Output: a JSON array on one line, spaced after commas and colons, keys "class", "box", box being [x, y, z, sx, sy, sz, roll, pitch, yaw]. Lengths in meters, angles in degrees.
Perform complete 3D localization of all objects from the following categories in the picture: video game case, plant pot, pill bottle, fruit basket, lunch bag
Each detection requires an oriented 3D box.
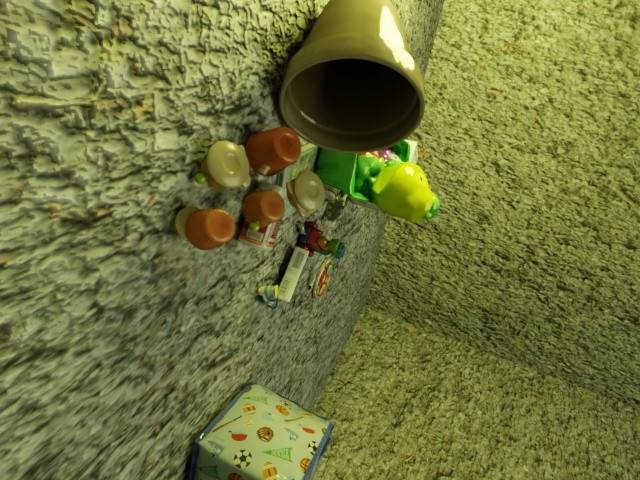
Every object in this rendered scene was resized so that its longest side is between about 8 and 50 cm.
[{"class": "video game case", "box": [-0.070, -0.169, 1.158, 0.212, 0.023, 0.193, -45, 150, -59]}, {"class": "plant pot", "box": [0.080, -0.409, 0.950, 0.323, 0.324, 0.280, 73, 22, -66]}, {"class": "pill bottle", "box": [-0.132, -0.057, 0.954, 0.086, 0.086, 0.151, 11, 99, -75]}, {"class": "fruit basket", "box": [0.216, -0.214, 1.294, 0.392, 0.392, 0.282, 0, 101, -74]}, {"class": "lunch bag", "box": [-0.157, 0.628, 1.232, 0.385, 0.328, 0.238, -39, 150, -66]}, {"class": "pill bottle", "box": [0.041, -0.208, 1.423, 0.065, 0.065, 0.116, 64, 47, -69]}]

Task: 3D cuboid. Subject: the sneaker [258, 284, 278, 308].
[{"class": "sneaker", "box": [-0.157, 0.168, 1.215, 0.144, 0.059, 0.053, 101, -12, -62]}]

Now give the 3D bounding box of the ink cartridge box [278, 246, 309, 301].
[{"class": "ink cartridge box", "box": [-0.100, 0.123, 1.401, 0.224, 0.056, 0.180, 131, -19, -79]}]

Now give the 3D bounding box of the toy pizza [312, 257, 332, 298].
[{"class": "toy pizza", "box": [0.016, 0.180, 1.871, 0.201, 0.032, 0.201, 19, 90, -75]}]

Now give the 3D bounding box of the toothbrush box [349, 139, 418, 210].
[{"class": "toothbrush box", "box": [0.270, -0.286, 1.732, 0.126, 0.217, 0.295, 49, 58, -65]}]

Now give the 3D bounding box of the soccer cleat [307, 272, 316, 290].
[{"class": "soccer cleat", "box": [-0.037, 0.171, 1.680, 0.035, 0.029, 0.083, -54, 163, -58]}]

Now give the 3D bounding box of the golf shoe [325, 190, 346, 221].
[{"class": "golf shoe", "box": [0.072, -0.151, 1.610, 0.086, 0.069, 0.176, 65, 46, -77]}]

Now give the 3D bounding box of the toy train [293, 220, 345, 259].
[{"class": "toy train", "box": [0.000, 0.000, 1.379, 0.248, 0.144, 0.105, 54, 55, -72]}]

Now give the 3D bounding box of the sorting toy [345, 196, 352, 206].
[{"class": "sorting toy", "box": [0.164, -0.271, 1.828, 0.229, 0.041, 0.307, 78, 34, -62]}]

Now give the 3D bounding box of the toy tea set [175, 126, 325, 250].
[{"class": "toy tea set", "box": [-0.149, -0.105, 0.803, 0.336, 0.124, 0.199, -29, 104, -42]}]
